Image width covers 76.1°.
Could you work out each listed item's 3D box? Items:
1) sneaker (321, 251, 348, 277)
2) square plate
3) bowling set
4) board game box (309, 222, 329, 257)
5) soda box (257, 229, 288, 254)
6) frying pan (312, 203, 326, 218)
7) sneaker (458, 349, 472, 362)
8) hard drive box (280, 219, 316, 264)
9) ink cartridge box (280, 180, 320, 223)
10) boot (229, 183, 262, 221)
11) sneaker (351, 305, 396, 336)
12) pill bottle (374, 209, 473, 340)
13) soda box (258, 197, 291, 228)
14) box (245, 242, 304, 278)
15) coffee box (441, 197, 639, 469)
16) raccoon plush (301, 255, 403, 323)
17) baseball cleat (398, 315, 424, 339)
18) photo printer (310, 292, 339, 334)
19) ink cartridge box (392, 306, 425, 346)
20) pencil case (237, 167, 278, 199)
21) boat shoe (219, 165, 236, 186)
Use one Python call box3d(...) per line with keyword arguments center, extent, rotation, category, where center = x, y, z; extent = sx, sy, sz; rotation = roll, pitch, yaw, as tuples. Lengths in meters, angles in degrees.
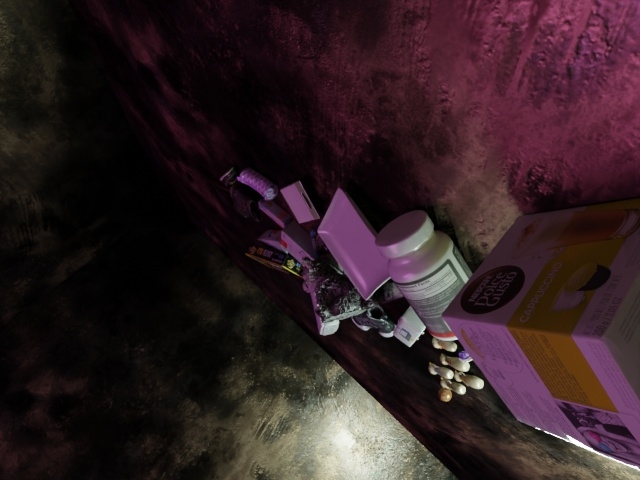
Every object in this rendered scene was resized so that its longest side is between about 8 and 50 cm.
box3d(center=(0.081, 0.163, 1.898), extent=(0.276, 0.135, 0.097), rotation=(50, 160, -6), category="sneaker")
box3d(center=(0.132, 0.020, 1.490), extent=(0.344, 0.049, 0.347), rotation=(56, 155, 14), category="square plate")
box3d(center=(0.520, 0.560, 1.711), extent=(0.287, 0.199, 0.154), rotation=(55, 159, -11), category="bowling set")
box3d(center=(0.000, 0.000, 1.827), extent=(0.186, 0.026, 0.126), rotation=(147, 112, -69), category="board game box")
box3d(center=(-0.244, 0.004, 2.279), extent=(0.098, 0.091, 0.286), rotation=(53, 158, -21), category="soda box")
box3d(center=(0.087, -0.033, 1.643), extent=(0.326, 0.053, 0.198), rotation=(33, 148, 53), category="frying pan")
box3d(center=(0.570, 0.407, 1.542), extent=(0.071, 0.068, 0.170), rotation=(56, 154, 19), category="sneaker")
box3d(center=(-0.086, 0.035, 2.045), extent=(0.232, 0.089, 0.181), rotation=(42, 158, 13), category="hard drive box")
box3d(center=(-0.070, -0.162, 1.675), extent=(0.171, 0.056, 0.235), rotation=(61, 156, -10), category="ink cartridge box")
box3d(center=(-0.380, -0.166, 2.174), extent=(0.229, 0.091, 0.263), rotation=(43, 164, 36), category="boot")
box3d(center=(0.246, 0.372, 2.015), extent=(0.268, 0.101, 0.153), rotation=(12, 140, 46), category="sneaker")
box3d(center=(0.330, 0.102, 1.219), extent=(0.363, 0.210, 0.210), rotation=(54, 158, -17), category="pill bottle")
box3d(center=(-0.226, -0.141, 2.035), extent=(0.183, 0.058, 0.063), rotation=(39, 158, 16), category="soda box")
box3d(center=(-0.231, 0.125, 2.320), extent=(0.321, 0.080, 0.257), rotation=(15, 165, 41), category="box")
box3d(center=(0.519, 0.163, 0.797), extent=(0.338, 0.337, 0.334), rotation=(51, 159, -13), category="coffee box")
box3d(center=(0.124, 0.161, 1.744), extent=(0.216, 0.445, 0.300), rotation=(40, -147, -70), category="raccoon plush")
box3d(center=(0.383, 0.375, 1.760), extent=(0.109, 0.072, 0.206), rotation=(42, 169, 13), category="baseball cleat")
box3d(center=(0.015, 0.336, 2.209), extent=(0.256, 0.106, 0.308), rotation=(94, 163, -66), category="photo printer")
box3d(center=(0.370, 0.299, 1.570), extent=(0.093, 0.154, 0.212), rotation=(37, 156, 16), category="ink cartridge box")
box3d(center=(-0.289, -0.261, 1.900), extent=(0.206, 0.088, 0.086), rotation=(35, 154, 29), category="pencil case")
box3d(center=(-0.470, -0.329, 2.136), extent=(0.069, 0.081, 0.227), rotation=(48, 166, -13), category="boat shoe")
